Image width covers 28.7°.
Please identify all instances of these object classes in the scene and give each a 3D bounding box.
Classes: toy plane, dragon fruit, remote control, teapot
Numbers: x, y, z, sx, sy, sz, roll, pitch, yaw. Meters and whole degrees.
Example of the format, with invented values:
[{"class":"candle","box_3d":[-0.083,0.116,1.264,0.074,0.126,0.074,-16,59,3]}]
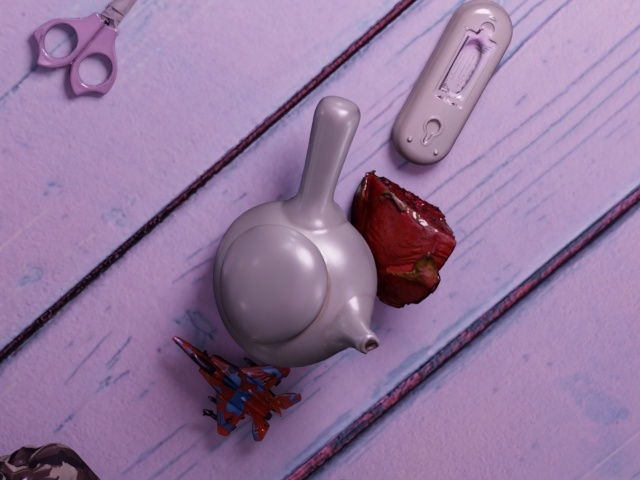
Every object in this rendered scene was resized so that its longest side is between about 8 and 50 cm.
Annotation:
[{"class":"toy plane","box_3d":[-0.119,0.177,1.611,0.189,0.061,0.130,42,99,-13]},{"class":"dragon fruit","box_3d":[0.085,0.013,1.554,0.127,0.120,0.161,22,108,-8]},{"class":"remote control","box_3d":[0.162,-0.192,1.535,0.078,0.042,0.221,25,103,-15]},{"class":"teapot","box_3d":[-0.036,-0.004,1.504,0.220,0.149,0.318,-5,91,17]}]

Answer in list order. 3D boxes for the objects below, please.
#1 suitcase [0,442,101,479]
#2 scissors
[{"class":"suitcase","box_3d":[-0.361,0.418,1.500,0.194,0.351,0.339,-24,120,18]},{"class":"scissors","box_3d":[-0.242,-0.266,1.471,0.110,0.021,0.212,41,100,-19]}]
